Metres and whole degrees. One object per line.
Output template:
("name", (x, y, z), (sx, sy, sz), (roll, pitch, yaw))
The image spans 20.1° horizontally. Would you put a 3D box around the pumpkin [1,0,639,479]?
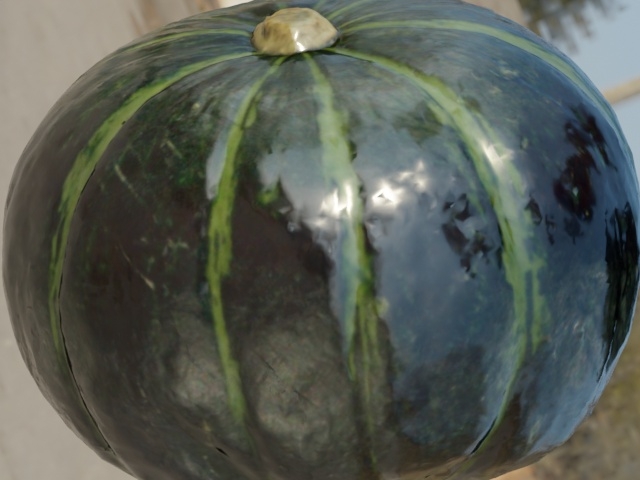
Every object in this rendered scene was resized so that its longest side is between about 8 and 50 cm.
("pumpkin", (0.000, 0.000, 0.913), (0.323, 0.323, 0.241), (-109, -164, -70))
